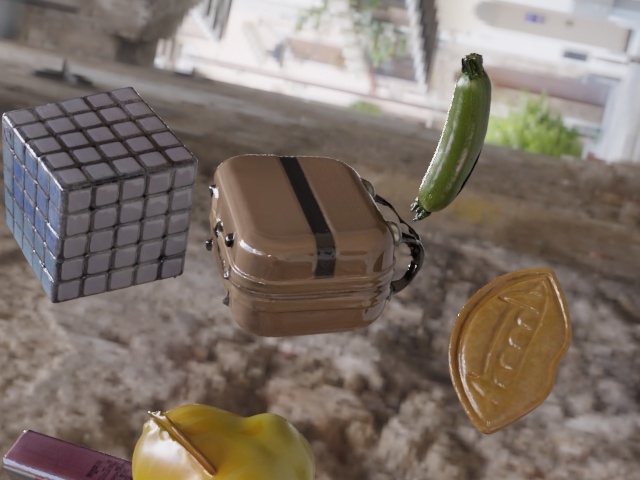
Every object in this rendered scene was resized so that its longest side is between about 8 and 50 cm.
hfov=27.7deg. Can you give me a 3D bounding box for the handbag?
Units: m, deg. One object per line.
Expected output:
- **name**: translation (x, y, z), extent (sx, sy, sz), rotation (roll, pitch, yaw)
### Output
- **handbag**: translation (0.000, 0.000, 1.703), extent (0.302, 0.283, 0.149), rotation (-115, 29, -62)

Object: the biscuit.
- **biscuit**: translation (0.231, 0.130, 1.600), extent (0.220, 0.142, 0.029), rotation (-63, -13, -9)

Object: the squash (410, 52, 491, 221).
- **squash**: translation (0.225, -0.161, 2.110), extent (0.080, 0.071, 0.318), rotation (-18, -46, -44)

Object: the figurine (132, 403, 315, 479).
- **figurine**: translation (-0.041, 0.212, 0.899), extent (0.156, 0.246, 0.131), rotation (-44, 4, -19)

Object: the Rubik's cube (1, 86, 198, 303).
- **Rubik's cube**: translation (-0.355, -0.076, 2.062), extent (0.238, 0.237, 0.237), rotation (-14, -48, -30)

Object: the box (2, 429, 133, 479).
- **box**: translation (-0.260, 0.300, 1.534), extent (0.069, 0.224, 0.120), rotation (-57, -37, -36)
